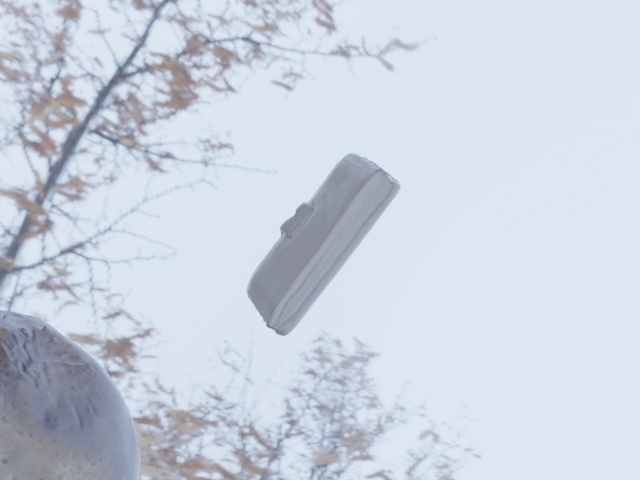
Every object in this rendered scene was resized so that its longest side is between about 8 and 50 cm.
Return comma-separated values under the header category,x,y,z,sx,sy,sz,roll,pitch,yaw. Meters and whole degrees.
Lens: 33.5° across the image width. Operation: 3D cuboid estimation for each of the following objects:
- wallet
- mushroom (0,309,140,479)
category,x,y,z,sx,sy,sz,roll,pitch,yaw
wallet,0.000,0.000,0.857,0.152,0.039,0.118,-54,-159,6
mushroom,-0.376,0.239,1.316,0.345,0.345,0.239,41,-62,28
